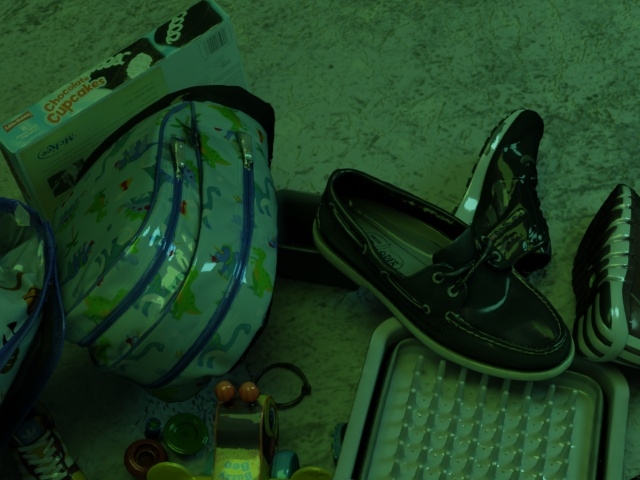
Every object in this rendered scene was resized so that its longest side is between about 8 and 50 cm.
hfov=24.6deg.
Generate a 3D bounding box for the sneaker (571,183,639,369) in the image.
[{"bbox_3d":[0.374,0.061,1.653,0.163,0.106,0.281,25,41,-5],"label":"sneaker"}]

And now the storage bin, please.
[{"bbox_3d":[0.000,0.000,1.754,0.135,0.091,0.098,9,55,16],"label":"storage bin"}]

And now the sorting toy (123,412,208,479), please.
[{"bbox_3d":[-0.177,0.232,1.646,0.102,0.042,0.061,-26,68,-25],"label":"sorting toy"}]

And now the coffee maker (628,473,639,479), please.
[{"bbox_3d":[0.401,0.232,1.451,0.178,0.171,0.120,-30,53,-12],"label":"coffee maker"}]

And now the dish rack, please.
[{"bbox_3d":[0.164,0.233,1.511,0.286,0.072,0.332,12,45,6],"label":"dish rack"}]

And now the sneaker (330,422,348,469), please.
[{"bbox_3d":[0.061,0.266,1.553,0.078,0.067,0.188,-16,49,5],"label":"sneaker"}]

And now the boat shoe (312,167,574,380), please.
[{"bbox_3d":[0.131,0.024,1.587,0.127,0.113,0.340,-35,57,-28],"label":"boat shoe"}]

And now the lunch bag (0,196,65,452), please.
[{"bbox_3d":[-0.429,0.156,1.496,0.239,0.328,0.385,34,30,-3],"label":"lunch bag"}]

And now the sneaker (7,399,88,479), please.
[{"bbox_3d":[-0.310,0.242,1.628,0.070,0.084,0.185,-31,54,-14],"label":"sneaker"}]

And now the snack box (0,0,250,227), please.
[{"bbox_3d":[-0.239,-0.149,1.851,0.322,0.187,0.060,-35,55,-16],"label":"snack box"}]

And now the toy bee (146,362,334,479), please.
[{"bbox_3d":[-0.090,0.228,1.552,0.195,0.162,0.298,-17,52,-1],"label":"toy bee"}]

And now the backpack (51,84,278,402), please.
[{"bbox_3d":[-0.173,0.012,1.637,0.290,0.273,0.355,-37,50,26],"label":"backpack"}]

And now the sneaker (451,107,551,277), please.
[{"bbox_3d":[0.226,-0.021,1.732,0.124,0.107,0.283,20,69,19],"label":"sneaker"}]
